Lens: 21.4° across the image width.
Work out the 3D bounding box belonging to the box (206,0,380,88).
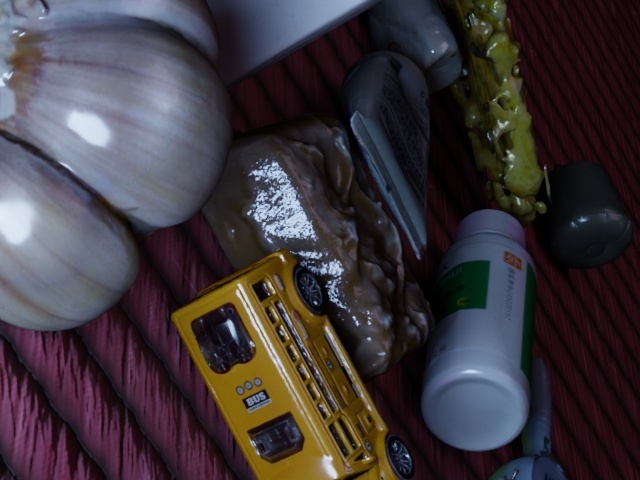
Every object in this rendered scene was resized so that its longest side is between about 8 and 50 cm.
[{"bbox_3d":[-0.048,-0.200,1.255,0.133,0.182,0.099,60,24,-1],"label":"box"}]

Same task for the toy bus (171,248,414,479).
[{"bbox_3d":[-0.018,0.111,1.128,0.194,0.083,0.088,61,27,-1],"label":"toy bus"}]

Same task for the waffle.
[{"bbox_3d":[0.168,-0.158,1.692,0.262,0.060,0.281,77,0,-65],"label":"waffle"}]

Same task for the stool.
[{"bbox_3d":[0.293,-0.029,1.892,0.096,0.096,0.110,38,30,-45],"label":"stool"}]

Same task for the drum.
[{"bbox_3d":[0.205,0.215,1.522,0.130,0.049,0.253,57,25,-15],"label":"drum"}]

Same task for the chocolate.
[{"bbox_3d":[0.000,0.000,1.262,0.214,0.093,0.148,64,22,-2],"label":"chocolate"}]

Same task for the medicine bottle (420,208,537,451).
[{"bbox_3d":[0.143,0.070,1.484,0.095,0.095,0.260,54,27,-23],"label":"medicine bottle"}]

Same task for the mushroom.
[{"bbox_3d":[0.067,-0.250,1.661,0.223,0.081,0.092,66,13,7],"label":"mushroom"}]

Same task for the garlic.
[{"bbox_3d":[-0.128,-0.064,0.980,0.191,0.160,0.214,27,40,-47],"label":"garlic"}]

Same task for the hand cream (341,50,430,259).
[{"bbox_3d":[0.052,-0.090,1.414,0.341,0.077,0.124,-82,147,-70],"label":"hand cream"}]
